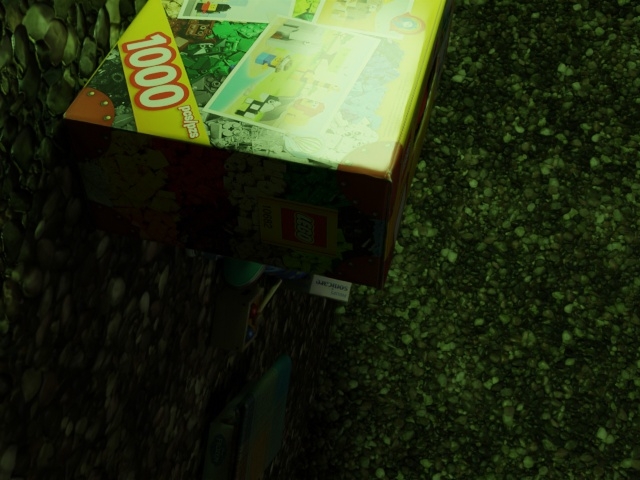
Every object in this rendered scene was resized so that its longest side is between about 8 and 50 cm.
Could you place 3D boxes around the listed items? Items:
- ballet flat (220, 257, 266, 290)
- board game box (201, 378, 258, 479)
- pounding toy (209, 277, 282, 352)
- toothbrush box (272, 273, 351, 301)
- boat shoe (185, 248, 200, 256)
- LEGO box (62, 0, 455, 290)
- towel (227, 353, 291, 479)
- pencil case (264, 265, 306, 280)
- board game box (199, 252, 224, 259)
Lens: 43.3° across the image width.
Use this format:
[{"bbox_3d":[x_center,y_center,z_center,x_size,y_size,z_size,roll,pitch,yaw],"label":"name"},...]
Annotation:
[{"bbox_3d":[-0.131,-0.022,1.636,0.096,0.095,0.280,102,3,-71],"label":"ballet flat"},{"bbox_3d":[-0.207,0.533,1.931,0.319,0.066,0.318,-38,139,-76],"label":"board game box"},{"bbox_3d":[-0.152,0.146,1.672,0.141,0.100,0.130,-45,146,-73],"label":"pounding toy"},{"bbox_3d":[0.000,0.000,2.058,0.206,0.122,0.283,4,-101,60],"label":"toothbrush box"},{"bbox_3d":[-0.196,-0.040,1.365,0.049,0.040,0.142,15,86,-81],"label":"boat shoe"},{"bbox_3d":[-0.042,-0.212,1.061,0.193,0.373,0.500,90,14,-48],"label":"LEGO box"},{"bbox_3d":[-0.144,0.436,1.879,0.370,0.040,0.271,-32,131,-74],"label":"towel"},{"bbox_3d":[-0.085,0.023,1.825,0.119,0.133,0.306,61,5,9],"label":"pencil case"},{"bbox_3d":[-0.172,-0.070,1.493,0.136,0.035,0.201,-21,122,-79],"label":"board game box"}]
